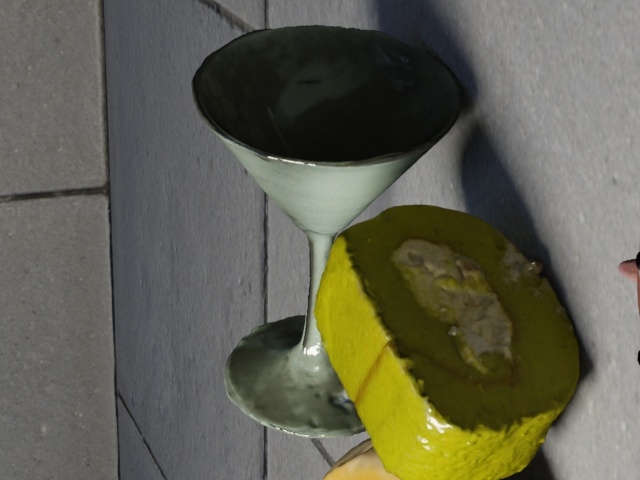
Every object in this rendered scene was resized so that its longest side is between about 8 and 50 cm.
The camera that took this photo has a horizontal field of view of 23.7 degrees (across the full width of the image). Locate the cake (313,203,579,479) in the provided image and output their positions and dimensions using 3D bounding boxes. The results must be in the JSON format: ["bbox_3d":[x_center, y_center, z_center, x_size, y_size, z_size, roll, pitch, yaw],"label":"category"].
[{"bbox_3d":[0.115,0.091,1.393,0.260,0.179,0.156,64,151,28],"label":"cake"}]

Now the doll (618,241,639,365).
[{"bbox_3d":[0.275,0.027,1.063,0.211,0.093,0.262,-126,31,-65],"label":"doll"}]

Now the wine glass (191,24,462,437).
[{"bbox_3d":[0.000,0.000,1.623,0.267,0.267,0.406,-118,23,-46],"label":"wine glass"}]

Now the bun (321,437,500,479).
[{"bbox_3d":[0.117,0.326,1.495,0.299,0.165,0.298,8,100,48],"label":"bun"}]
